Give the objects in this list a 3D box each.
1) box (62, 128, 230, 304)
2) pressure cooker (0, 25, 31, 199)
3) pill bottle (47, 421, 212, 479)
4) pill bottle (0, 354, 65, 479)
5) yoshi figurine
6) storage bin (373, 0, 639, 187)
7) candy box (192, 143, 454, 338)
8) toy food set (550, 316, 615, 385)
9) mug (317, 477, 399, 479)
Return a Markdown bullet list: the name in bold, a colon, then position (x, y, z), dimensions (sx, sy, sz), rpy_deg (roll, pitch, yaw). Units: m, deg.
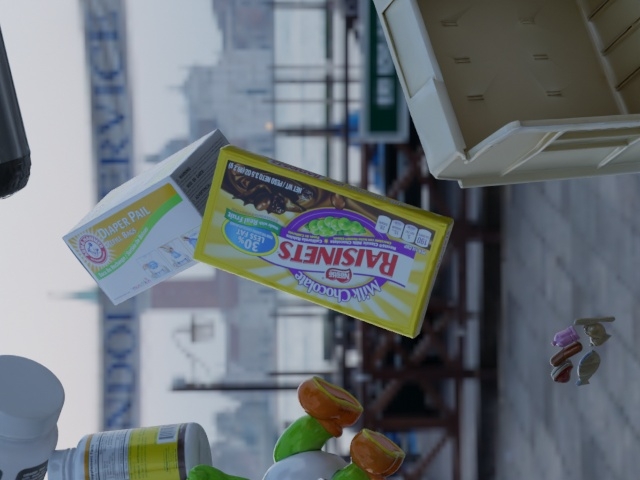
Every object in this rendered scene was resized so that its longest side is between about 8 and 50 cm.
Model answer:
- **box**: position (-0.177, -0.024, 1.796), dimensions (0.103, 0.203, 0.114), rpy_deg (53, -138, -13)
- **pressure cooker**: position (-0.557, -0.227, 1.905), dimensions (0.370, 0.375, 0.420), rpy_deg (-79, -23, -80)
- **pill bottle**: position (-0.264, 0.320, 2.195), dimensions (0.117, 0.215, 0.117), rpy_deg (-7, -90, -83)
- **pill bottle**: position (-0.474, 0.313, 2.295), dimensions (0.161, 0.161, 0.283), rpy_deg (-94, 25, -56)
- **yoshi figurine**: position (-0.075, 0.354, 2.025), dimensions (0.362, 0.203, 0.203), rpy_deg (-50, 17, 9)
- **storage bin**: position (0.197, -0.196, 1.456), dimensions (0.123, 0.260, 0.262), rpy_deg (-44, 58, 54)
- **candy box**: position (0.000, 0.000, 1.332), dimensions (0.027, 0.206, 0.105), rpy_deg (-38, -35, -69)
- **toy food set**: position (0.314, 0.132, 1.943), dimensions (0.019, 0.078, 0.122), rpy_deg (-114, 30, -42)
- **mug**: position (0.084, 0.315, 1.704), dimensions (0.150, 0.169, 0.113), rpy_deg (147, 126, -74)
